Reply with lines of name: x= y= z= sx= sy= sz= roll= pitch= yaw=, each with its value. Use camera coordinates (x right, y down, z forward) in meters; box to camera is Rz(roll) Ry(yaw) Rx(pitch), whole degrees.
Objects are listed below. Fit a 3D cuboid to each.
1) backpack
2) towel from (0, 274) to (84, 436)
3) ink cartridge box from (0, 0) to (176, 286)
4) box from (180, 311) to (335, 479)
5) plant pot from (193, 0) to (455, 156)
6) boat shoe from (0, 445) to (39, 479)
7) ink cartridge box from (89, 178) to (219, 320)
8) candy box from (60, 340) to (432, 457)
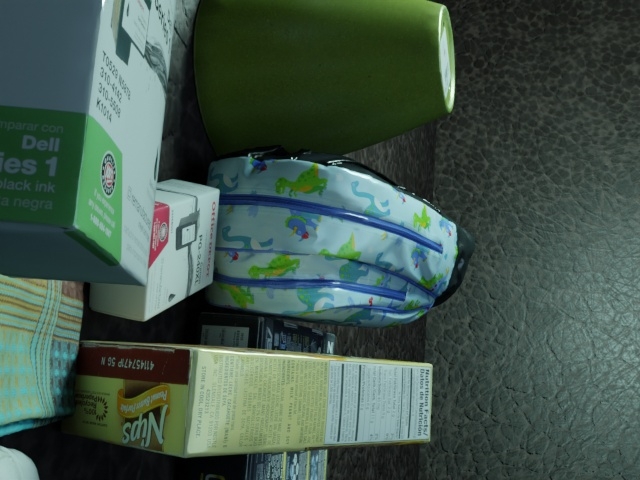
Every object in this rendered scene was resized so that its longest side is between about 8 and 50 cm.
backpack: x=0.000 y=0.000 z=0.953 sx=0.355 sy=0.290 sz=0.273 roll=46 pitch=61 yaw=-56
towel: x=-0.210 y=-0.006 z=0.474 sx=0.370 sy=0.040 sz=0.271 roll=96 pitch=-3 yaw=-80
ink cartridge box: x=-0.138 y=-0.097 z=0.392 sx=0.160 sy=0.093 sz=0.219 roll=102 pitch=-8 yaw=-78
box: x=-0.072 y=0.303 z=0.963 sx=0.318 sy=0.097 sz=0.394 roll=28 pitch=64 yaw=-68
plant pot: x=0.025 y=-0.228 z=0.991 sx=0.275 sy=0.294 sz=0.274 roll=-2 pitch=90 yaw=-73
boat shoe: x=-0.223 y=0.316 z=0.473 sx=0.156 sy=0.136 sz=0.367 roll=42 pitch=40 yaw=-70
ink cartridge box: x=-0.161 y=0.004 z=0.741 sx=0.150 sy=0.063 sz=0.109 roll=-34 pitch=132 yaw=-69
candy box: x=-0.056 y=0.148 z=0.707 sx=0.316 sy=0.183 sz=0.087 roll=12 pitch=78 yaw=-46
